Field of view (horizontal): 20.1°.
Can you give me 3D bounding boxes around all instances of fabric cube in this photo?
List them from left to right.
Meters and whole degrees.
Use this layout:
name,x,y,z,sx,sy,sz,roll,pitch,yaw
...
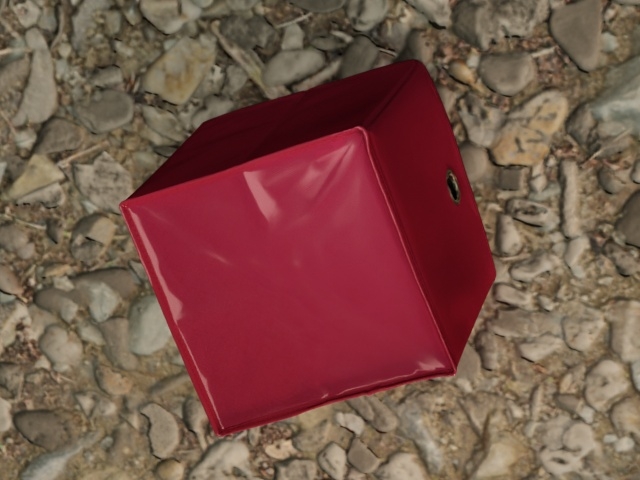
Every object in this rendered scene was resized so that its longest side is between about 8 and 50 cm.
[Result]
name,x,y,z,sx,sy,sz,roll,pitch,yaw
fabric cube,0.000,0.000,1.748,0.259,0.258,0.254,-16,104,19
